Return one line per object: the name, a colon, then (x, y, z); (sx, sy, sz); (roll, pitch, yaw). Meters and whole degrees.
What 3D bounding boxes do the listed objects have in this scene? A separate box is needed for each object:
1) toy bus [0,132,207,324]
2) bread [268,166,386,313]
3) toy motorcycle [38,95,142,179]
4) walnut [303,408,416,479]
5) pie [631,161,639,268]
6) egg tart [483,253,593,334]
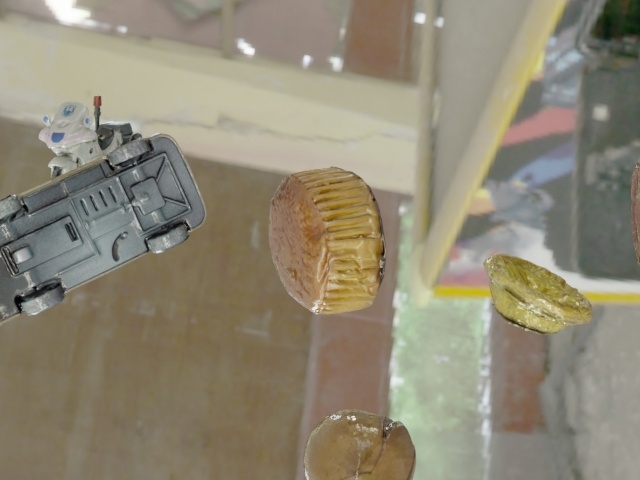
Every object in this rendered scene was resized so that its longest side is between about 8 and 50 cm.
toy bus: (-0.290, -0.017, 1.430); (0.139, 0.289, 0.157); (65, 162, -10)
bread: (0.000, 0.001, 1.538); (0.199, 0.104, 0.199); (172, 90, -69)
toy motorcycle: (-0.360, -0.147, 1.886); (0.221, 0.102, 0.150); (-29, -61, -65)
walnut: (0.065, 0.391, 2.078); (0.298, 0.203, 0.203); (21, -100, -85)
pie: (0.515, -0.026, 1.832); (0.219, 0.054, 0.205); (-79, -15, -83)
egg tart: (0.327, 0.088, 1.849); (0.191, 0.191, 0.074); (-93, 25, -69)
